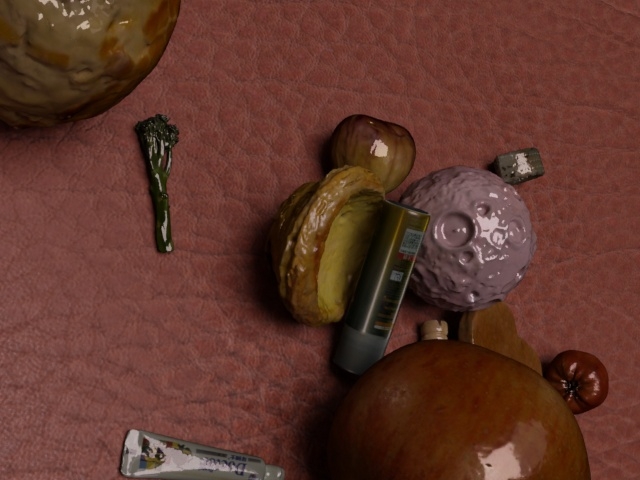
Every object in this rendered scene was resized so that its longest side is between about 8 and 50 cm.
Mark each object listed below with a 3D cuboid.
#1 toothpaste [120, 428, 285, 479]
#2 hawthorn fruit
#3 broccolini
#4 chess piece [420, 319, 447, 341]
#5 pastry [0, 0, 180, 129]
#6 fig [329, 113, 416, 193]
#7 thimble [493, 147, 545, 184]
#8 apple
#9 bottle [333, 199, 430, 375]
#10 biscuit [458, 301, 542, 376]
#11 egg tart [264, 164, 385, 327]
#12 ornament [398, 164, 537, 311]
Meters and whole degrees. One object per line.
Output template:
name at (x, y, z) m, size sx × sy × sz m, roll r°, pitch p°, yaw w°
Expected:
toothpaste at (-0.167, 0.329, 1.309) m, size 0.255 × 0.037 × 0.067 m, roll 16°, pitch 66°, yaw -25°
hawthorn fruit at (0.494, 0.270, 1.733) m, size 0.125 × 0.125 × 0.140 m, roll 41°, pitch 20°, yaw -17°
broccolini at (-0.244, -0.088, 1.393) m, size 0.067 × 0.058 × 0.216 m, roll -9°, pitch 86°, yaw 6°
chess piece at (0.205, 0.205, 1.585) m, size 0.066 × 0.066 × 0.122 m, roll 18°, pitch 62°, yaw -29°
pastry at (-0.355, -0.334, 1.198) m, size 0.312 × 0.388 × 0.389 m, roll 21°, pitch 62°, yaw -46°
fig at (0.088, -0.112, 1.557) m, size 0.160 × 0.143 × 0.231 m, roll 18°, pitch 64°, yaw -38°
thimble at (0.403, -0.150, 1.822) m, size 0.110 × 0.084 × 0.062 m, roll -11°, pitch 81°, yaw -38°
apple at (0.213, 0.339, 1.339) m, size 0.333 × 0.400 × 0.400 m, roll -33°, pitch 95°, yaw -24°
bottle at (0.099, 0.080, 1.459) m, size 0.082 × 0.082 × 0.286 m, roll 12°, pitch 100°, yaw -31°
biscuit at (0.335, 0.291, 1.634) m, size 0.269 × 0.051 × 0.376 m, roll -7°, pitch 83°, yaw -48°
egg tart at (0.000, 0.000, 1.431) m, size 0.123 × 0.294 × 0.294 m, roll 21°, pitch 53°, yaw 22°
ornament at (0.244, -0.002, 1.555) m, size 0.225 × 0.259 × 0.259 m, roll 33°, pitch 46°, yaw -74°
